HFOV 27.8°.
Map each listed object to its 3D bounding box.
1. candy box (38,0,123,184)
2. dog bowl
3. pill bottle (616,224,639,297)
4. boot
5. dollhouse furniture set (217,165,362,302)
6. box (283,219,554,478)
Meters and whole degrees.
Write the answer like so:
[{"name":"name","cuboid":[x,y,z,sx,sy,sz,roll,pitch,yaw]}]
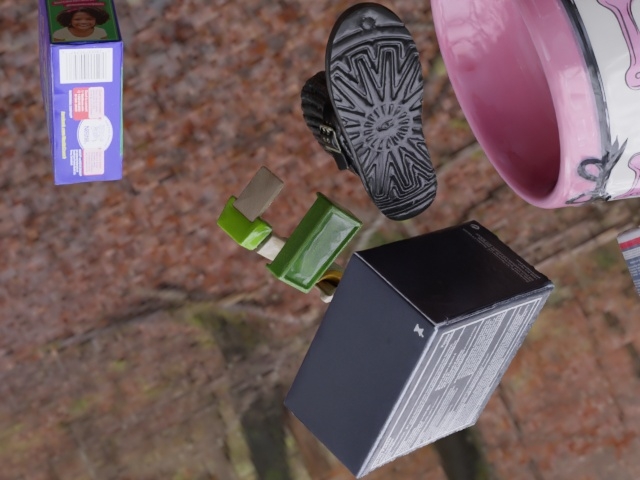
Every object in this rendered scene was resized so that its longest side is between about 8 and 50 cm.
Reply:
[{"name":"candy box","cuboid":[-0.400,-0.292,2.142,0.122,0.317,0.268,-4,130,-15]},{"name":"dog bowl","cuboid":[0.260,-0.217,1.478,0.150,0.408,0.408,-22,173,-10]},{"name":"pill bottle","cuboid":[0.500,0.057,1.828,0.108,0.180,0.108,-20,176,-1]},{"name":"boot","cuboid":[0.052,-0.217,1.900,0.131,0.348,0.260,-18,-146,-10]},{"name":"dollhouse furniture set","cuboid":[0.000,0.000,2.221,0.151,0.197,0.301,-54,141,5]},{"name":"box","cuboid":[0.142,0.151,1.901,0.294,0.182,0.296,-15,137,-48]}]
